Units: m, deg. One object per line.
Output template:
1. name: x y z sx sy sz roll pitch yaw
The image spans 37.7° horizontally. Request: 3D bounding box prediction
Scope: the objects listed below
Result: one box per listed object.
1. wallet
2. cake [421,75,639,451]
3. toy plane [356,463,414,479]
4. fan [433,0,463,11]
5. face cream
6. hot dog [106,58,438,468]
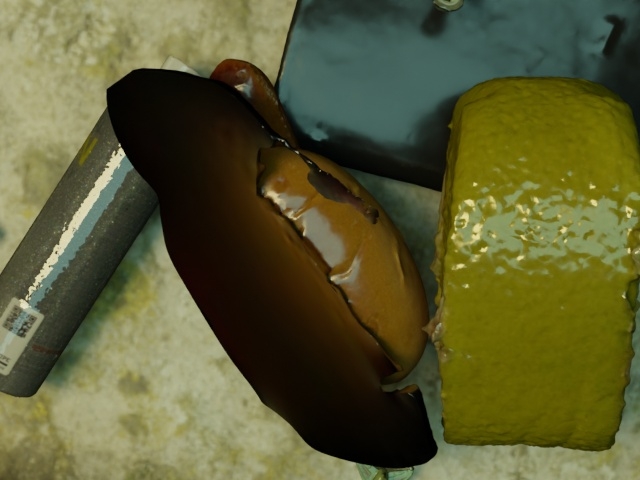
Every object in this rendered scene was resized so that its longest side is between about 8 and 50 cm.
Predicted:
1. wallet: 0.176 -0.133 0.732 0.405 0.062 0.229 15 94 -2
2. cake: 0.148 0.024 0.645 0.156 0.179 0.261 -2 125 7
3. toy plane: 0.039 0.232 0.765 0.102 0.040 0.111 15 95 -1
4. fan: 0.119 -0.255 0.695 0.152 0.008 0.227 19 65 -3
5. face cream: -0.177 -0.013 0.721 0.073 0.073 0.284 33 93 -4
6. hot dog: -0.004 0.002 0.687 0.194 0.107 0.326 -1 120 35
